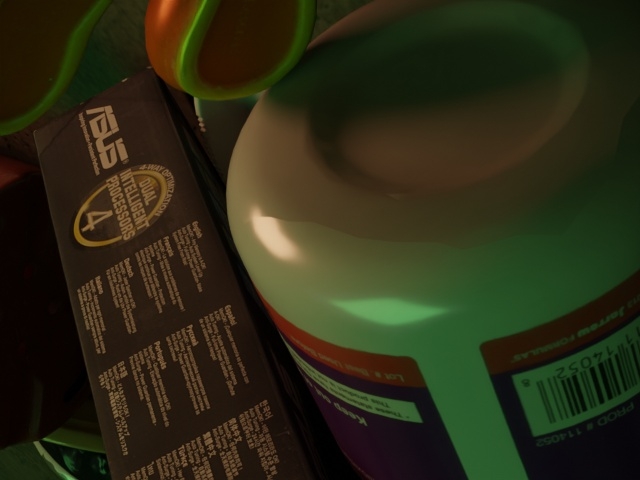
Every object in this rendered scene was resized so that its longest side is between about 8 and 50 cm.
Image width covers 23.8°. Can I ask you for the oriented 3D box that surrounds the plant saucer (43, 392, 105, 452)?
[{"bbox_3d":[-0.185,0.130,1.253,0.200,0.037,0.200,12,-173,-2],"label":"plant saucer"}]

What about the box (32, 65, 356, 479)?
[{"bbox_3d":[-0.022,0.128,0.817,0.318,0.097,0.395,58,-177,-36],"label":"box"}]

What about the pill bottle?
[{"bbox_3d":[0.095,0.059,0.635,0.181,0.181,0.323,22,149,40],"label":"pill bottle"}]

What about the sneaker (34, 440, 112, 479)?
[{"bbox_3d":[-0.138,0.188,1.352,0.283,0.107,0.124,32,140,15],"label":"sneaker"}]

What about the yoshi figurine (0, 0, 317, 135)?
[{"bbox_3d":[-0.164,-0.175,0.608,0.362,0.203,0.203,52,176,29],"label":"yoshi figurine"}]

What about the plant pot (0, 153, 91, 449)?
[{"bbox_3d":[-0.308,0.029,1.138,0.265,0.272,0.272,13,144,33],"label":"plant pot"}]

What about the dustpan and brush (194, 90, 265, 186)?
[{"bbox_3d":[0.000,0.000,0.832,0.147,0.060,0.211,31,162,27],"label":"dustpan and brush"}]
